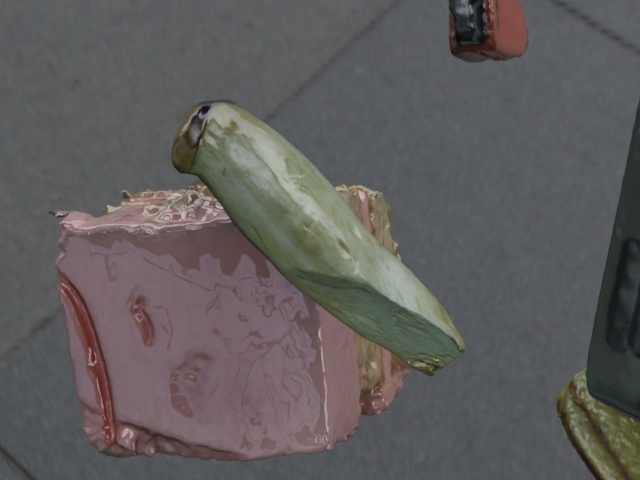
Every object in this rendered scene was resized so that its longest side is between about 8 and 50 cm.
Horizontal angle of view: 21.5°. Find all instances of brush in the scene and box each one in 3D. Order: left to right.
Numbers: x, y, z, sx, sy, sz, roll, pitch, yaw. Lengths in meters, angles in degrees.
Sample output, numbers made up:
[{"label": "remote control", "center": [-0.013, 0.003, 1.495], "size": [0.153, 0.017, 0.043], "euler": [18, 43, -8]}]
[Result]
[{"label": "brush", "center": [0.158, -0.201, 1.595], "size": [0.051, 0.323, 0.070], "euler": [-5, 89, 16]}]

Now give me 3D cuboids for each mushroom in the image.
[{"label": "mushroom", "center": [-0.002, 0.001, 1.524], "size": [0.333, 0.087, 0.107], "euler": [47, 35, -3]}]

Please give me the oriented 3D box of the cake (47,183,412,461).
[{"label": "cake", "center": [-0.084, 0.081, 1.795], "size": [0.314, 0.307, 0.293], "euler": [-6, 95, 15]}]

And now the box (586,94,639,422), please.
[{"label": "box", "center": [0.390, -0.065, 1.358], "size": [0.396, 0.396, 0.111], "euler": [-16, 35, -40]}]

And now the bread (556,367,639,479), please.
[{"label": "bread", "center": [0.339, 0.234, 1.683], "size": [0.110, 0.184, 0.234], "euler": [-37, 70, 15]}]
